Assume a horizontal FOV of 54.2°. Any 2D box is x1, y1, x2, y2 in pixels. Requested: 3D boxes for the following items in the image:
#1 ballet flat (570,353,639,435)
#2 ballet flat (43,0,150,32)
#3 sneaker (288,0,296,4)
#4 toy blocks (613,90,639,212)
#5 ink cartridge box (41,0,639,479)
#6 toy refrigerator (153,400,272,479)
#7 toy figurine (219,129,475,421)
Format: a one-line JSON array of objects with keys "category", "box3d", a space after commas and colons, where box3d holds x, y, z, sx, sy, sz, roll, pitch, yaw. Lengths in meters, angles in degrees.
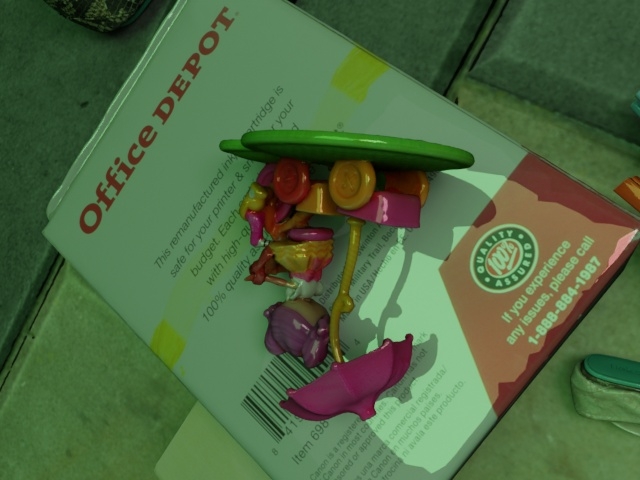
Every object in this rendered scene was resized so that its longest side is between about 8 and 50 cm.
[{"category": "ballet flat", "box3d": [0.267, 0.121, 0.444, 0.168, 0.057, 0.052, 10, 114, 28]}, {"category": "ballet flat", "box3d": [-0.144, -0.430, 0.625, 0.483, 0.182, 0.164, -47, 67, 11]}, {"category": "sneaker", "box3d": [-0.052, -0.299, 0.637, 0.089, 0.051, 0.170, 27, 97, 20]}, {"category": "toy blocks", "box3d": [0.257, -0.040, 0.440, 0.123, 0.054, 0.148, -29, 68, -20]}, {"category": "ink cartridge box", "box3d": [0.000, 0.000, 0.510, 0.384, 0.160, 0.279, 40, 98, 22]}, {"category": "toy refrigerator", "box3d": [0.001, 0.234, 0.509, 0.269, 0.102, 0.094, 36, 97, 25]}, {"category": "toy figurine", "box3d": [-0.002, 0.023, 0.370, 0.173, 0.130, 0.159, 9, 95, 45]}]
